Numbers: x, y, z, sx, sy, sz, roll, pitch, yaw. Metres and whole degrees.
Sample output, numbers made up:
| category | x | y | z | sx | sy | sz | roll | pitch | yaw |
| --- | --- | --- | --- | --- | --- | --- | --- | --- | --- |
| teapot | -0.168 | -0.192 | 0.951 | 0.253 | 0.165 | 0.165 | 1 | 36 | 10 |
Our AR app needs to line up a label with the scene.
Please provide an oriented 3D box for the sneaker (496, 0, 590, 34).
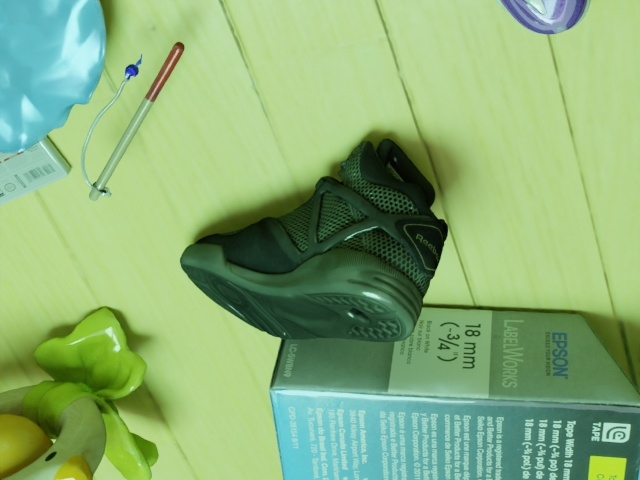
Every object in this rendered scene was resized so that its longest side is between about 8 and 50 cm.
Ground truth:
| category | x | y | z | sx | sy | sz | roll | pitch | yaw |
| --- | --- | --- | --- | --- | --- | --- | --- | --- | --- |
| sneaker | 0.111 | -0.187 | 0.646 | 0.068 | 0.071 | 0.170 | -11 | 125 | 19 |

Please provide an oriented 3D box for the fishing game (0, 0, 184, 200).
| category | x | y | z | sx | sy | sz | roll | pitch | yaw |
| --- | --- | --- | --- | --- | --- | --- | --- | --- | --- |
| fishing game | -0.226 | -0.144 | 0.760 | 0.264 | 0.041 | 0.189 | 32 | 119 | -5 |

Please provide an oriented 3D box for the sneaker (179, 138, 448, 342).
| category | x | y | z | sx | sy | sz | roll | pitch | yaw |
| --- | --- | --- | --- | --- | --- | --- | --- | --- | --- |
| sneaker | 0.000 | 0.000 | 0.814 | 0.227 | 0.130 | 0.087 | -3 | 138 | 48 |

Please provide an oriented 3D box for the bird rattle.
| category | x | y | z | sx | sy | sz | roll | pitch | yaw |
| --- | --- | --- | --- | --- | --- | --- | --- | --- | --- |
| bird rattle | -0.257 | 0.154 | 0.897 | 0.253 | 0.207 | 0.143 | -9 | 111 | -5 |

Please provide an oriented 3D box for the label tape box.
| category | x | y | z | sx | sy | sz | roll | pitch | yaw |
| --- | --- | --- | --- | --- | --- | --- | --- | --- | --- |
| label tape box | 0.141 | 0.177 | 0.898 | 0.333 | 0.106 | 0.241 | 2 | 127 | 9 |

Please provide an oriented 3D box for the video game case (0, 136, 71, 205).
| category | x | y | z | sx | sy | sz | roll | pitch | yaw |
| --- | --- | --- | --- | --- | --- | --- | --- | --- | --- |
| video game case | -0.251 | -0.081 | 0.836 | 0.087 | 0.011 | 0.122 | -20 | 121 | 25 |
